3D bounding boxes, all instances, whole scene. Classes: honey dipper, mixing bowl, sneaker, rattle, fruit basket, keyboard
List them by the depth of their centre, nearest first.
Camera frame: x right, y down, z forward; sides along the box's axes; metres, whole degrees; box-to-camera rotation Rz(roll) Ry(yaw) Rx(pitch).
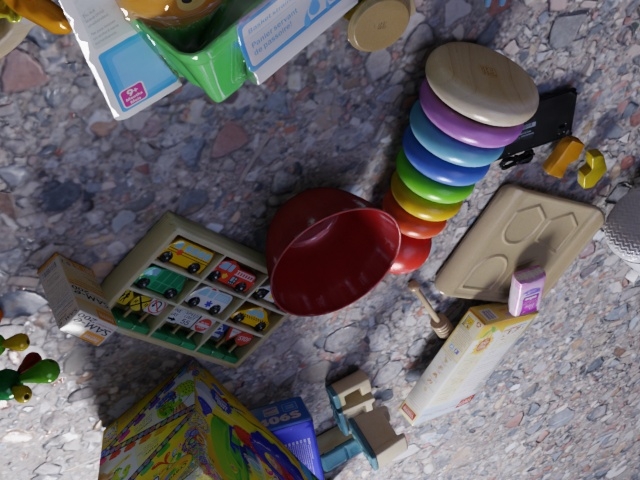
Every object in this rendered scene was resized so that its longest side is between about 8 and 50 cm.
[{"bbox_3d":[-0.073,-0.281,0.747,0.327,0.165,0.353,-42,161,-16],"label":"fruit basket"},{"bbox_3d":[-0.317,-0.158,0.799,0.200,0.142,0.130,-31,160,-14],"label":"rattle"},{"bbox_3d":[0.000,0.000,1.213,0.181,0.098,0.181,-19,138,-18],"label":"mixing bowl"},{"bbox_3d":[0.272,-0.145,1.318,0.180,0.023,0.108,-19,133,-17],"label":"keyboard"},{"bbox_3d":[0.170,0.107,1.504,0.030,0.030,0.160,-37,138,3],"label":"honey dipper"},{"bbox_3d":[0.628,-0.068,1.568,0.366,0.137,0.210,-39,148,1],"label":"sneaker"}]

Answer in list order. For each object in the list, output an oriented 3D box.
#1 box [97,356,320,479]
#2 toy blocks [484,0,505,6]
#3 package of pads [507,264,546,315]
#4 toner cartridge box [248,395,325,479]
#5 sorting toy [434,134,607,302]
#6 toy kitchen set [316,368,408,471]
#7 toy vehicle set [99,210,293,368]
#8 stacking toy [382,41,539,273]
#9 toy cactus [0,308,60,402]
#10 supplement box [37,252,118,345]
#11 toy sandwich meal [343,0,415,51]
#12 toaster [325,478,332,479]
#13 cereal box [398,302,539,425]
[{"bbox_3d":[-0.134,0.361,1.266,0.177,0.279,0.290,-39,112,7],"label":"box"},{"bbox_3d":[0.235,-0.336,1.066,0.123,0.054,0.148,-16,138,-21],"label":"toy blocks"},{"bbox_3d":[0.326,0.080,1.517,0.050,0.032,0.083,-15,135,-13],"label":"package of pads"},{"bbox_3d":[-0.068,0.428,1.501,0.165,0.075,0.347,-15,112,-12],"label":"toner cartridge box"},{"bbox_3d":[0.333,-0.026,1.476,0.229,0.041,0.307,12,123,-37],"label":"sorting toy"},{"bbox_3d":[0.060,0.335,1.549,0.122,0.166,0.207,-27,141,-9],"label":"toy kitchen set"},{"bbox_3d":[-0.150,0.073,1.233,0.166,0.035,0.267,-46,140,15],"label":"toy vehicle set"},{"bbox_3d":[0.145,-0.080,1.215,0.141,0.141,0.330,-6,137,-31],"label":"stacking toy"},{"bbox_3d":[-0.422,0.164,1.106,0.219,0.112,0.180,-12,155,-29],"label":"toy cactus"},{"bbox_3d":[-0.276,0.067,1.087,0.036,0.098,0.062,-43,141,10],"label":"supplement box"},{"bbox_3d":[0.064,-0.248,1.059,0.086,0.029,0.085,-18,142,-15],"label":"toy sandwich meal"},{"bbox_3d":[-0.014,0.524,1.699,0.168,0.185,0.110,-51,142,8],"label":"toaster"},{"bbox_3d":[0.250,0.203,1.619,0.173,0.047,0.240,-5,135,-49],"label":"cereal box"}]
